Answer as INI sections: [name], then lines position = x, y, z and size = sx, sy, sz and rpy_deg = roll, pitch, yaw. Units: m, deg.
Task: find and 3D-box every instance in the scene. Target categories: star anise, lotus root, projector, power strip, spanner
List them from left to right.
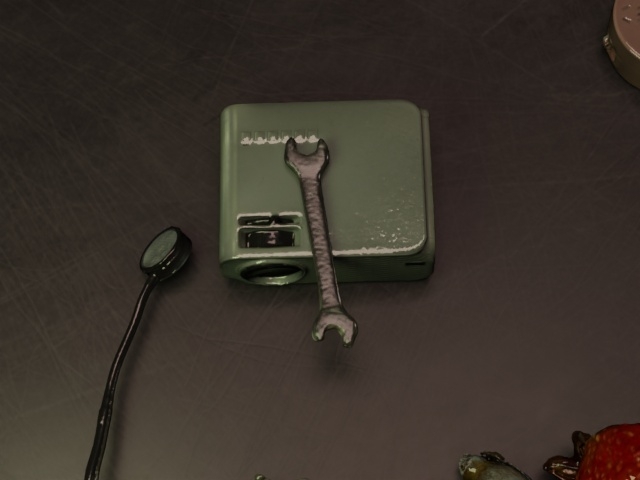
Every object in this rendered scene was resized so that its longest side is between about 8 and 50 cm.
[spanner]
position = 0.000, 0.000, 1.656
size = 0.054, 0.015, 0.254
rpy_deg = -9, 71, -3
[projector]
position = 0.006, -0.053, 1.741
size = 0.250, 0.108, 0.198
rpy_deg = -2, 69, -1
[lotus root]
position = 0.208, 0.298, 1.617
size = 0.088, 0.088, 0.165
rpy_deg = -22, 60, -6
[star anise]
position = 0.340, 0.252, 1.639
size = 0.190, 0.070, 0.097
rpy_deg = 0, 96, 0
[power strip]
position = 0.427, -0.260, 1.820
size = 0.154, 0.078, 0.154
rpy_deg = 0, 70, 1

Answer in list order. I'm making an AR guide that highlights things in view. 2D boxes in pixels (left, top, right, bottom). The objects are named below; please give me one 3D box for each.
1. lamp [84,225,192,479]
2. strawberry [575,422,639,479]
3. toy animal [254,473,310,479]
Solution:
[lamp]
position = -0.211, 0.167, 1.696
size = 0.108, 0.130, 0.371
rpy_deg = 38, 50, -30
[strawberry]
position = 0.363, 0.313, 1.509
size = 0.257, 0.257, 0.277
rpy_deg = -30, 70, -9
[toy animal]
position = -0.016, 0.369, 1.603
size = 0.176, 0.073, 0.217
rpy_deg = 14, 75, 13
